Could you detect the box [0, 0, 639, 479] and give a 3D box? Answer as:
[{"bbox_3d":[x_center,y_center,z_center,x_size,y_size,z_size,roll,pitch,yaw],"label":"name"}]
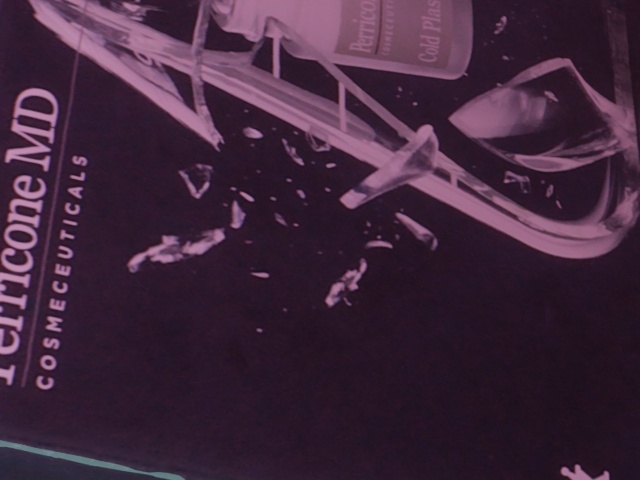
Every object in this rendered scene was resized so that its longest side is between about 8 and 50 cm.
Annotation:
[{"bbox_3d":[0.000,0.000,0.944,0.471,0.480,0.297,13,146,-17],"label":"box"}]
